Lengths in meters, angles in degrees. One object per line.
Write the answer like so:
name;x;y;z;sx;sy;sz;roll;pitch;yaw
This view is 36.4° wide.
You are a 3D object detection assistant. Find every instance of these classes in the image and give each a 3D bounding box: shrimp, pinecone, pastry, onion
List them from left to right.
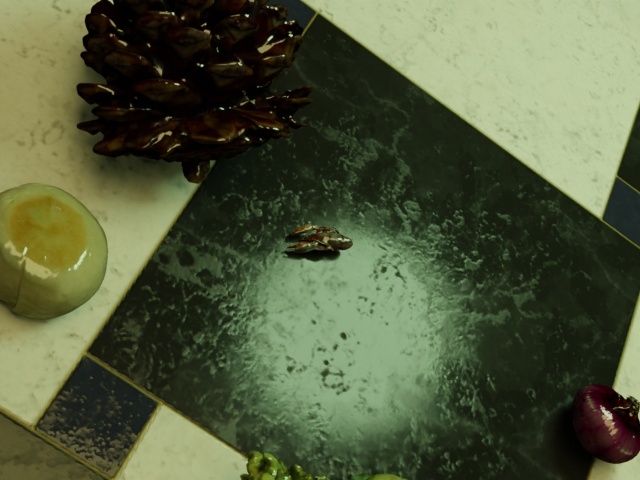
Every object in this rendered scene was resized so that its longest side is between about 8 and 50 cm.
pastry;-0.309;0.008;1.082;0.156;0.092;0.156;17;58;-28
pinecone;-0.149;-0.221;1.185;0.298;0.242;0.296;-5;70;-24
shrimp;-0.003;-0.003;1.282;0.092;0.029;0.038;-3;68;-24
onion;0.394;0.244;1.319;0.115;0.104;0.115;26;37;-21

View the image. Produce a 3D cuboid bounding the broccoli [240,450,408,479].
broccoli;0.001;0.297;1.022;0.242;0.273;0.180;16;26;-21
